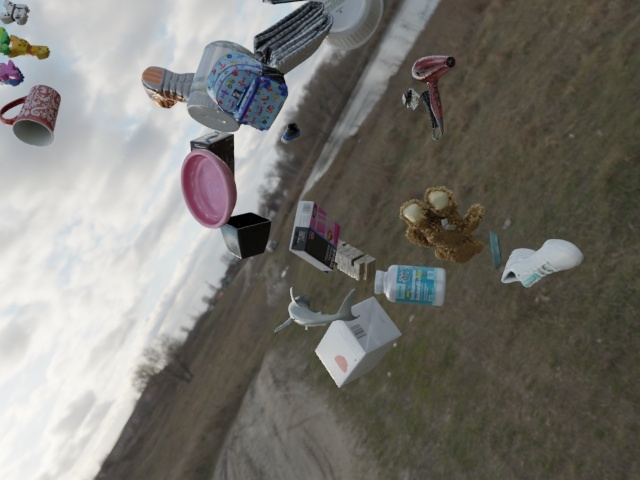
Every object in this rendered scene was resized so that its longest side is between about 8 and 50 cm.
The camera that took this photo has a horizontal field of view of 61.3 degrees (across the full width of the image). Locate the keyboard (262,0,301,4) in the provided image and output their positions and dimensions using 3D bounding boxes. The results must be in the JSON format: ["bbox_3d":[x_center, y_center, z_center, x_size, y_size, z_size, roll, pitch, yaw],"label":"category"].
[{"bbox_3d":[-0.091,-1.026,2.261,0.201,0.317,0.033,43,143,52],"label":"keyboard"}]

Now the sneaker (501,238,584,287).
[{"bbox_3d":[0.473,0.061,1.168,0.094,0.080,0.212,-49,4,-18],"label":"sneaker"}]

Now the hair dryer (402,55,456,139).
[{"bbox_3d":[0.373,-0.490,1.747,0.080,0.223,0.293,-28,-23,-18],"label":"hair dryer"}]

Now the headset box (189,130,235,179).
[{"bbox_3d":[-0.494,-0.336,2.498,0.218,0.110,0.293,-46,-36,-59],"label":"headset box"}]

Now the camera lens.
[{"bbox_3d":[-0.346,-0.557,1.946,0.219,0.219,0.274,141,146,-75],"label":"camera lens"}]

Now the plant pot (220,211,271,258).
[{"bbox_3d":[-0.352,-0.019,2.539,0.188,0.187,0.167,-18,-64,-35],"label":"plant pot"}]

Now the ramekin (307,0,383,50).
[{"bbox_3d":[0.077,-0.811,1.875,0.273,0.273,0.127,-58,-12,18],"label":"ramekin"}]

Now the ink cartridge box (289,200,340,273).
[{"bbox_3d":[0.000,0.000,1.936,0.371,0.069,0.175,40,-122,-66],"label":"ink cartridge box"}]

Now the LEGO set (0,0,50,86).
[{"bbox_3d":[-0.689,-0.436,1.248,0.087,0.093,0.227,104,166,-68],"label":"LEGO set"}]

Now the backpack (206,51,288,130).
[{"bbox_3d":[-0.185,-0.369,1.329,0.158,0.173,0.117,-50,39,29],"label":"backpack"}]

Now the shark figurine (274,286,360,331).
[{"bbox_3d":[-0.033,0.172,1.423,0.166,0.116,0.278,-25,14,-30],"label":"shark figurine"}]

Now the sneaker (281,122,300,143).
[{"bbox_3d":[-0.119,-0.506,2.476,0.084,0.058,0.152,-51,-4,39],"label":"sneaker"}]

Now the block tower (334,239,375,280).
[{"bbox_3d":[0.096,0.068,2.457,0.091,0.335,0.097,-25,-52,-37],"label":"block tower"}]

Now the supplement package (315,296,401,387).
[{"bbox_3d":[0.131,0.376,1.974,0.175,0.177,0.293,-21,-28,-32],"label":"supplement package"}]

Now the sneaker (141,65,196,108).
[{"bbox_3d":[-0.557,-0.597,2.187,0.180,0.321,0.124,143,143,-72],"label":"sneaker"}]

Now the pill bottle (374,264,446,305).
[{"bbox_3d":[0.345,0.170,2.073,0.146,0.264,0.146,3,-90,-79],"label":"pill bottle"}]

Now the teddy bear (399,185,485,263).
[{"bbox_3d":[0.386,-0.055,1.704,0.245,0.338,0.113,-48,36,28],"label":"teddy bear"}]

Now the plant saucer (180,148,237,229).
[{"bbox_3d":[-0.453,-0.215,2.234,0.084,0.332,0.332,-21,-24,-43],"label":"plant saucer"}]

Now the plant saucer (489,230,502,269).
[{"bbox_3d":[0.532,0.028,1.630,0.021,0.119,0.119,-9,29,20],"label":"plant saucer"}]

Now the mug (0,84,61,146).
[{"bbox_3d":[-0.872,-0.395,1.642,0.113,0.150,0.169,-29,48,32],"label":"mug"}]

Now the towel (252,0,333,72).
[{"bbox_3d":[-0.110,-0.638,1.768,0.284,0.121,0.235,-41,8,-17],"label":"towel"}]
